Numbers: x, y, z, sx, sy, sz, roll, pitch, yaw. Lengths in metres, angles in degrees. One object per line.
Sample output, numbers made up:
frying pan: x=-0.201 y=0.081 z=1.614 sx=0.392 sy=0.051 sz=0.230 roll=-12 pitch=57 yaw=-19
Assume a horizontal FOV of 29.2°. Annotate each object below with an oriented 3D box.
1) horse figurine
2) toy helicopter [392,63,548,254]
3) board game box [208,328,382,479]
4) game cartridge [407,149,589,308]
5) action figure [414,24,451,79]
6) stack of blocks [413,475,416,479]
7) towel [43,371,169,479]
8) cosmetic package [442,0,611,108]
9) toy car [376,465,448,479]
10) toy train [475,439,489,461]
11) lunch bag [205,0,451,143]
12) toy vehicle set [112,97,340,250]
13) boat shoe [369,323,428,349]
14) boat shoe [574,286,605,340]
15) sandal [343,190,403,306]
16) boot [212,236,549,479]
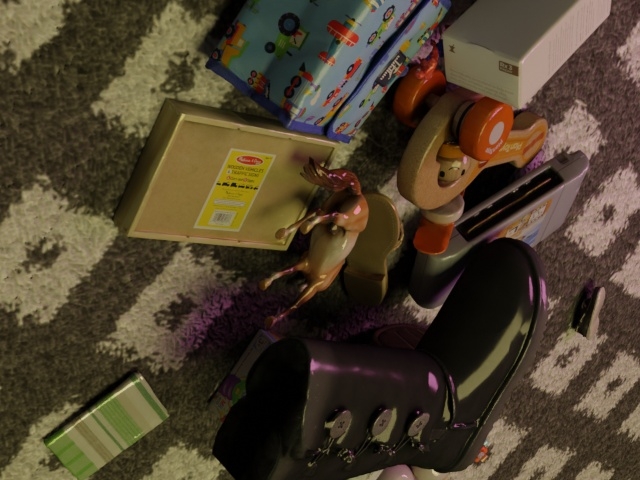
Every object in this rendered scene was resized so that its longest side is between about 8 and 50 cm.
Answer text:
horse figurine: x=0.000 y=0.000 z=1.588 sx=0.174 sy=0.066 sz=0.263 roll=-29 pitch=148 yaw=-44
toy helicopter: x=0.217 y=-0.114 z=1.704 sx=0.355 sy=0.140 sz=0.235 roll=-13 pitch=126 yaw=-53
board game box: x=-0.003 y=0.247 z=1.801 sx=0.275 sy=0.142 sz=0.144 roll=23 pitch=104 yaw=-51
game cartridge: x=0.268 y=-0.011 z=1.859 sx=0.297 sy=0.062 sz=0.198 roll=-31 pitch=154 yaw=-17
action figure: x=0.142 y=-0.233 z=1.546 sx=0.038 sy=0.030 sz=0.115 roll=-61 pitch=179 yaw=41
stack of blocks: x=0.182 y=0.531 z=2.217 sx=0.087 sy=0.171 sz=0.297 roll=-33 pitch=140 yaw=-18
towel: x=-0.284 y=0.246 z=1.636 sx=0.152 sy=0.023 sz=0.113 roll=-36 pitch=139 yaw=-11
cosmetic package: x=0.266 y=-0.276 z=1.560 sx=0.231 sy=0.117 sz=0.085 roll=-45 pitch=145 yaw=-28
toy car: x=0.114 y=0.348 z=2.032 sx=0.182 sy=0.159 sz=0.136 roll=-23 pitch=100 yaw=-28
toy train: x=0.251 y=0.430 z=2.294 sx=0.166 sy=0.046 sz=0.125 roll=-45 pitch=143 yaw=-2
lunch bag: x=0.034 y=-0.232 z=1.440 sx=0.221 sy=0.138 sz=0.293 roll=-55 pitch=158 yaw=10
toy vehicle set: x=-0.109 y=-0.073 z=1.496 sx=0.267 sy=0.035 sz=0.166 roll=6 pitch=119 yaw=-47
boat shoe: x=0.178 y=0.203 z=1.963 sx=0.307 sy=0.110 sz=0.104 roll=6 pitch=118 yaw=-46
boat shoe: x=0.495 y=0.130 z=2.263 sx=0.046 sy=0.038 sz=0.125 roll=-45 pitch=149 yaw=-35
sandal: x=0.077 y=-0.011 z=1.722 sx=0.240 sy=0.088 sz=0.079 roll=92 pitch=21 yaw=-50
boot: x=0.094 y=0.153 z=1.629 sx=0.445 sy=0.146 sz=0.367 roll=9 pitch=102 yaw=-45
